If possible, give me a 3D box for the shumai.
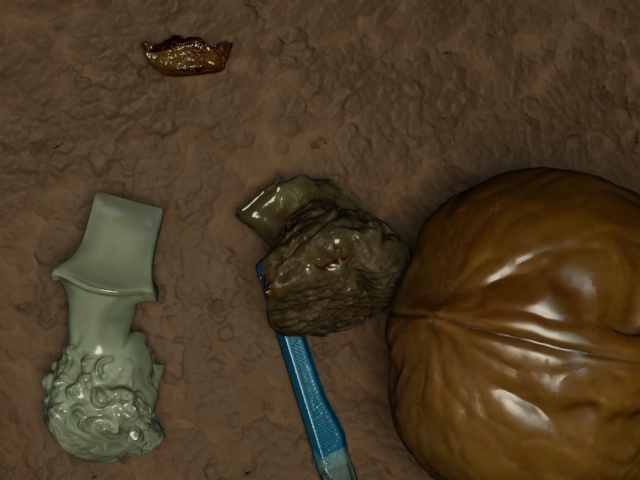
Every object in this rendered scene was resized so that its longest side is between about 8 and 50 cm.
[{"bbox_3d":[0.000,0.000,1.117,0.166,0.206,0.176,-28,69,8],"label":"shumai"}]

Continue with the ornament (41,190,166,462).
[{"bbox_3d":[-0.229,0.091,1.099,0.130,0.120,0.285,0,86,-6],"label":"ornament"}]

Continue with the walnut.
[{"bbox_3d":[0.242,0.105,1.054,0.397,0.307,0.354,9,80,-43],"label":"walnut"}]

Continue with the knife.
[{"bbox_3d":[-0.014,0.158,1.175,0.044,0.026,0.297,-17,87,-12],"label":"knife"}]

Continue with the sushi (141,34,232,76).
[{"bbox_3d":[-0.150,-0.207,1.160,0.099,0.050,0.047,-4,93,-15],"label":"sushi"}]
